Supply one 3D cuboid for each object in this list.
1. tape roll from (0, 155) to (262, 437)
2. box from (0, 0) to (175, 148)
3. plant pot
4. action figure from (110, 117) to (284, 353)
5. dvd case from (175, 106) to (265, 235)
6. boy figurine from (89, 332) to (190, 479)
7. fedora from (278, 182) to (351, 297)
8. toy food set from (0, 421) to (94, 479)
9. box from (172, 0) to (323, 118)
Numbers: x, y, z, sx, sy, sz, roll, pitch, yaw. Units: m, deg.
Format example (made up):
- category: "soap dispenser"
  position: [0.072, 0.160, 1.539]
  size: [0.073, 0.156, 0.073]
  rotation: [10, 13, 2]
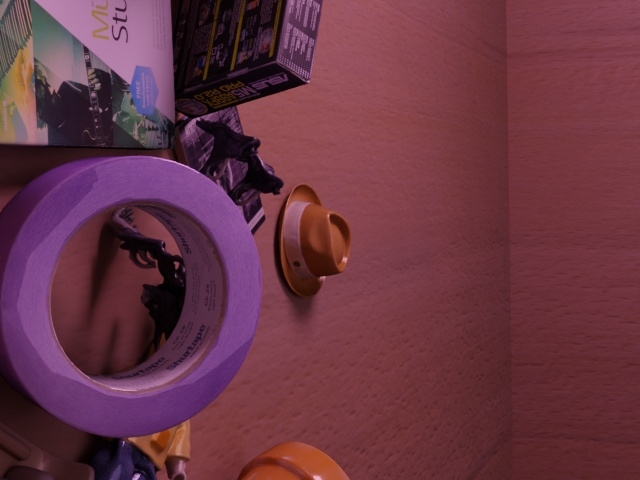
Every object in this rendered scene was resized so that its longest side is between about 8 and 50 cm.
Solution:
- category: "tape roll"
  position: [-0.197, 0.053, 0.972]
  size: [0.275, 0.090, 0.275]
  rotation: [-3, 96, -35]
- category: "box"
  position: [-0.262, -0.213, 1.022]
  size: [0.322, 0.058, 0.232]
  rotation: [-11, 100, -65]
- category: "plant pot"
  position: [-0.072, 0.402, 1.307]
  size: [0.188, 0.205, 0.205]
  rotation: [-20, 109, -48]
- category: "action figure"
  position: [-0.152, 0.007, 1.143]
  size: [0.164, 0.141, 0.275]
  rotation: [40, 69, -49]
- category: "dvd case"
  position: [-0.138, -0.087, 1.347]
  size: [0.164, 0.018, 0.221]
  rotation: [-56, 138, -53]
- category: "boy figurine"
  position: [-0.195, 0.221, 1.135]
  size: [0.177, 0.092, 0.285]
  rotation: [62, 38, -40]
- category: "fedora"
  position: [0.000, 0.000, 1.582]
  size: [0.194, 0.079, 0.194]
  rotation: [-1, 90, -66]
- category: "toy food set"
  position: [-0.320, 0.244, 0.848]
  size: [0.306, 0.092, 0.219]
  rotation: [59, 39, -49]
- category: "box"
  position: [-0.090, -0.302, 1.206]
  size: [0.060, 0.216, 0.270]
  rotation: [26, 64, -43]
